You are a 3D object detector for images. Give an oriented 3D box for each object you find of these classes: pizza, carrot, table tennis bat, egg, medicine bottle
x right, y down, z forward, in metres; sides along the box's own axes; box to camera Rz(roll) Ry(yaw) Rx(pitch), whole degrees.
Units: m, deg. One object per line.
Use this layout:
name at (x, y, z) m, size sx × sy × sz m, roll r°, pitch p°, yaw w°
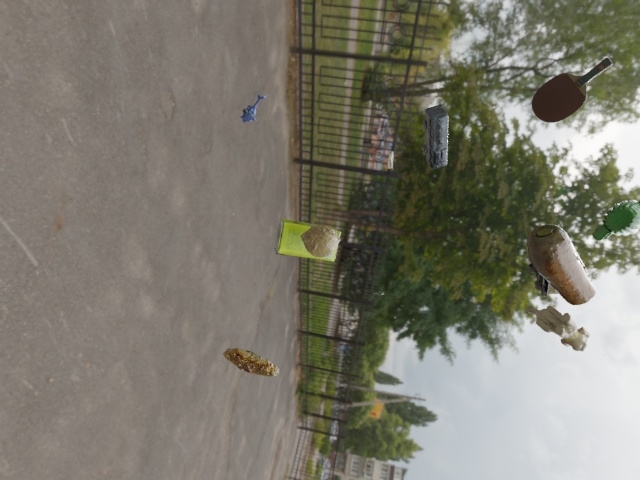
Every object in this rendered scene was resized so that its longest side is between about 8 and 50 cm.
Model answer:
pizza at (-0.299, 0.528, 1.710) m, size 0.127 × 0.247 × 0.058 m, roll -58°, pitch -172°, yaw 40°
carrot at (0.784, 0.084, 1.320) m, size 0.301 × 0.139 × 0.138 m, roll 52°, pitch 24°, yaw -14°
table tennis bat at (0.910, -0.549, 1.460) m, size 0.274 × 0.154 × 0.021 m, roll -40°, pitch 173°, yaw 40°
egg at (0.000, 0.000, 1.348) m, size 0.118 × 0.140 × 0.116 m, roll 41°, pitch 60°, yaw -29°
medicine bottle at (-0.058, -0.001, 1.657) m, size 0.137 × 0.251 × 0.140 m, roll -132°, pitch -127°, yaw -72°

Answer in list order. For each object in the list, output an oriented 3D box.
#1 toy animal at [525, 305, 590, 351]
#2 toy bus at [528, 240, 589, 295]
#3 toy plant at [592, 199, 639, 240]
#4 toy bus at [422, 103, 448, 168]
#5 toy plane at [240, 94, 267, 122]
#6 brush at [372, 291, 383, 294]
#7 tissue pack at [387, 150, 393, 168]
toy animal at (0.884, 0.320, 1.490) m, size 0.104 × 0.185 × 0.184 m, roll -61°, pitch -159°, yaw 2°
toy bus at (0.991, 0.094, 1.697) m, size 0.305 × 0.179 × 0.143 m, roll -60°, pitch 144°, yaw -59°
toy plant at (0.840, -0.069, 1.080) m, size 0.088 × 0.241 × 0.154 m, roll 59°, pitch -25°, yaw 26°
toy bus at (0.286, -0.251, 0.991) m, size 0.165 × 0.047 × 0.065 m, roll 70°, pitch 5°, yaw -50°
toy plane at (-0.281, -0.550, 1.687) m, size 0.167 × 0.062 × 0.054 m, roll -42°, pitch -167°, yaw 39°
brush at (0.275, 0.250, 1.915) m, size 0.084 × 0.017 × 0.013 m, roll -12°, pitch -89°, yaw 66°
tissue pack at (0.362, -0.416, 2.073) m, size 0.108 × 0.023 × 0.056 m, roll -68°, pitch 154°, yaw -55°
